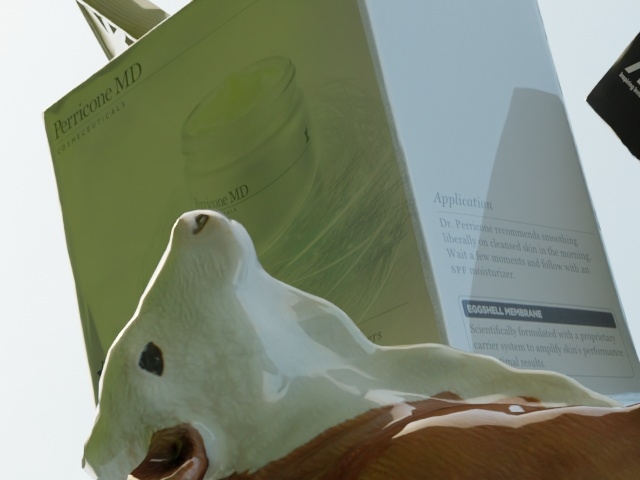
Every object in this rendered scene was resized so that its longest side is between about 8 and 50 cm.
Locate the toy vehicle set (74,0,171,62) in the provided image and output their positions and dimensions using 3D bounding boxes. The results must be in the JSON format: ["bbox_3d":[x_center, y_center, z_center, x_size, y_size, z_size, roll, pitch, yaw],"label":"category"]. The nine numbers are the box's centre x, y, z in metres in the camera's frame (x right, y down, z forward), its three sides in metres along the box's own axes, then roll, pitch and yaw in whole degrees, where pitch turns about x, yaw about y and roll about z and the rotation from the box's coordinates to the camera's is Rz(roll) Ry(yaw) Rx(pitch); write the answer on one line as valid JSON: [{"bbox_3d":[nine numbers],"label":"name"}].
[{"bbox_3d":[-0.115,-0.099,1.401,0.035,0.267,0.166,-36,-140,-13],"label":"toy vehicle set"}]

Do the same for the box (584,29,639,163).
[{"bbox_3d":[0.273,0.016,0.749,0.060,0.270,0.216,-51,-140,20],"label":"box"}]

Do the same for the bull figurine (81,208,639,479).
[{"bbox_3d":[0.066,0.106,0.393,0.188,0.101,0.310,-28,-118,1],"label":"bull figurine"}]

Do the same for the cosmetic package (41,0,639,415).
[{"bbox_3d":[0.000,0.000,0.750,0.224,0.138,0.225,-29,-115,40],"label":"cosmetic package"}]
